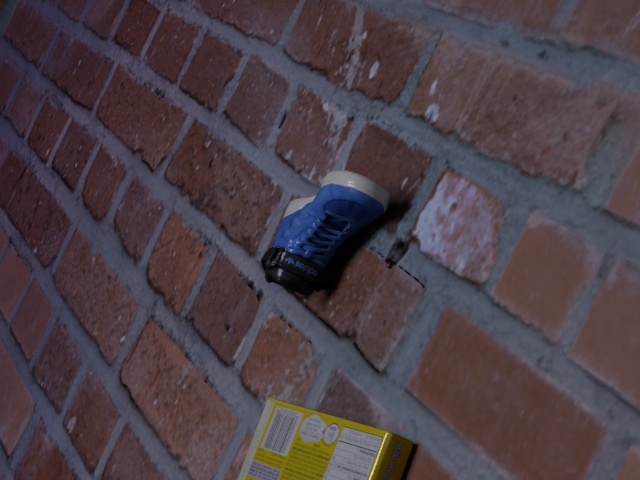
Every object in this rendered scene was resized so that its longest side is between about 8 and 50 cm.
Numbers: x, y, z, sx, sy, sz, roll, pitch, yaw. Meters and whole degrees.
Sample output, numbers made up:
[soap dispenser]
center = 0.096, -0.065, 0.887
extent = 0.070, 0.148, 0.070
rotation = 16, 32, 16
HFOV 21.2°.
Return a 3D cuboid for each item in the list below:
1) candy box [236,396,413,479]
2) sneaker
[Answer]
[candy box]
center = -0.007, 0.176, 1.239
extent = 0.206, 0.027, 0.105
rotation = 5, 75, 65
[sneaker]
center = 0.001, 0.000, 1.344
extent = 0.152, 0.058, 0.084
rotation = -22, 43, 62
